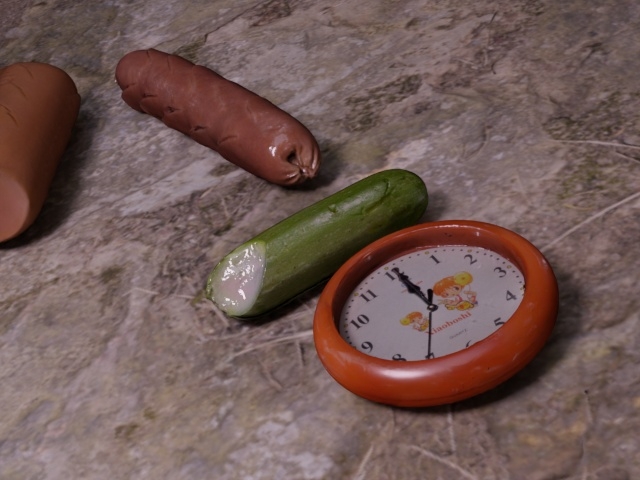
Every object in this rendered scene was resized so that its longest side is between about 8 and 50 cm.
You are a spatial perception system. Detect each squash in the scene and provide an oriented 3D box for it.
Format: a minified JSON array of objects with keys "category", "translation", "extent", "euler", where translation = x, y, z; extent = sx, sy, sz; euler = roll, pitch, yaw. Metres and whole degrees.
[{"category":"squash","translation":[0.000,0.000,0.976],"extent":[0.239,0.069,0.069],"euler":[-30,37,-19]}]

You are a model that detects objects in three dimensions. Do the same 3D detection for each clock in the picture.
[{"category":"clock","translation":[0.093,0.057,0.872],"extent":[0.205,0.051,0.205],"euler":[-12,36,9]}]

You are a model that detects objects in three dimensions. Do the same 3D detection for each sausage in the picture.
[{"category":"sausage","translation":[-0.361,-0.116,1.243],"extent":[0.121,0.121,0.304],"euler":[-12,33,7]},{"category":"sausage","translation":[-0.136,-0.155,1.235],"extent":[0.088,0.087,0.433],"euler":[-34,38,-22]}]
